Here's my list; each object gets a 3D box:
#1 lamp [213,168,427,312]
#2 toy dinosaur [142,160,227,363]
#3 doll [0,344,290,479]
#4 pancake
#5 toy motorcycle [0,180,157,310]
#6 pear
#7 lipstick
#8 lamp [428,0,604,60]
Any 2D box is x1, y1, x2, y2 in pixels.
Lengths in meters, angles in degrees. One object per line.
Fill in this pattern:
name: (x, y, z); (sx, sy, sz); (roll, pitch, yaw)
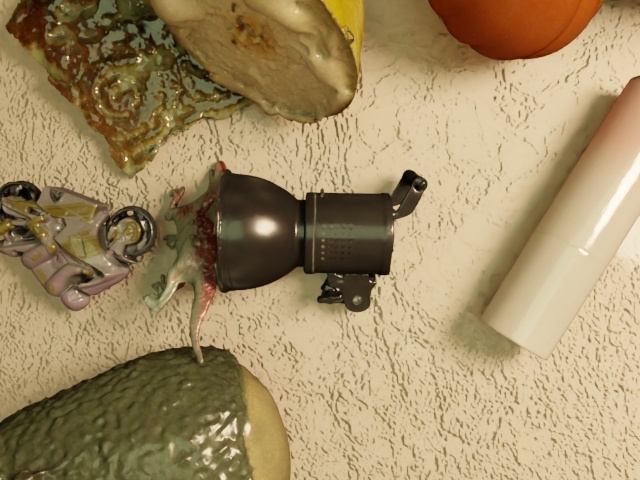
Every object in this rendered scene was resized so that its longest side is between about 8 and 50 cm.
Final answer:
lamp: (0.000, 0.000, 0.655); (0.228, 0.147, 0.171); (3, 103, 0)
toy dinosaur: (-0.145, 0.023, 0.659); (0.167, 0.053, 0.242); (-40, 46, 10)
doll: (-0.213, 0.254, 0.621); (0.350, 0.247, 0.247); (-11, 88, -13)
pancake: (-0.172, -0.278, 0.717); (0.427, 0.067, 0.304); (-24, 94, 5)
toy motorcycle: (-0.325, 0.012, 0.716); (0.225, 0.073, 0.152); (13, 93, 6)
pear: (-0.049, -0.272, 0.596); (0.267, 0.267, 0.178); (22, 70, 7)
lipstick: (0.304, -0.024, 0.631); (0.087, 0.087, 0.326); (31, 93, 6)
lamp: (0.209, -0.305, 0.593); (0.223, 0.197, 0.223); (7, 77, -30)
